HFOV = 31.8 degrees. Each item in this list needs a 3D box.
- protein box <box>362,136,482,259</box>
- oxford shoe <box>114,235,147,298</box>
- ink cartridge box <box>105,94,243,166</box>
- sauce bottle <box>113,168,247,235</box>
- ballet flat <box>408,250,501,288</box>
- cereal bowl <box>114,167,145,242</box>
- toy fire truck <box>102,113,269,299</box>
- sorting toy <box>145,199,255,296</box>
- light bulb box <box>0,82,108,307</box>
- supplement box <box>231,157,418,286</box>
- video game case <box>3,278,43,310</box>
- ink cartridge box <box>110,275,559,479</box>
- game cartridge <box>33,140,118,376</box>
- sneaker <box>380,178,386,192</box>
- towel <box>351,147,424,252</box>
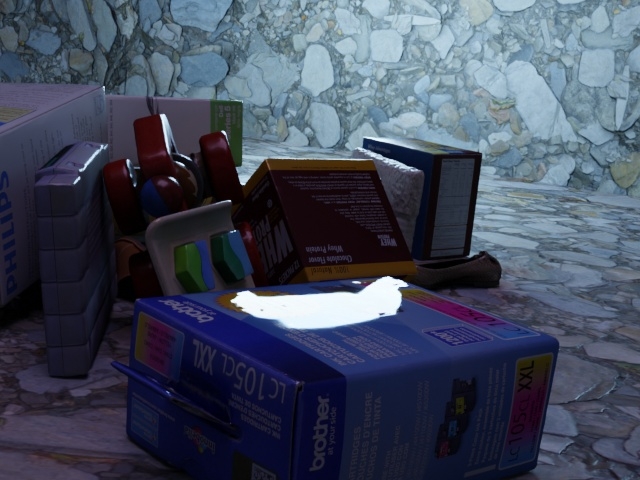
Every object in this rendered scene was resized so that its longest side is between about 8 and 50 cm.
[{"bbox_3d":[0.183,-0.085,2.157,0.136,0.201,0.199,-3,15,-40],"label":"protein box"},{"bbox_3d":[-0.277,0.045,1.633,0.076,0.076,0.212,-42,24,-22],"label":"oxford shoe"},{"bbox_3d":[-0.290,-0.179,1.845,0.272,0.115,0.198,-1,6,-30],"label":"ink cartridge box"},{"bbox_3d":[-0.230,-0.064,1.830,0.344,0.111,0.111,-3,14,-29],"label":"sauce bottle"},{"bbox_3d":[0.199,0.046,1.878,0.249,0.058,0.084,0,12,-26],"label":"ballet flat"},{"bbox_3d":[-0.357,-0.081,2.013,0.338,0.141,0.339,6,12,-1],"label":"cereal bowl"},{"bbox_3d":[-0.168,-0.009,1.394,0.169,0.302,0.254,-16,9,-4],"label":"toy fire truck"},{"bbox_3d":[-0.112,0.064,1.262,0.038,0.208,0.193,-14,3,23],"label":"sorting toy"},{"bbox_3d":[-0.521,-0.081,1.541,0.357,0.225,0.361,3,19,13],"label":"light bulb box"},{"bbox_3d":[0.000,0.000,1.582,0.191,0.194,0.129,-3,-30,-36],"label":"supplement box"},{"bbox_3d":[-0.475,0.047,1.616,0.274,0.026,0.196,12,13,24],"label":"video game case"},{"bbox_3d":[-0.004,0.145,1.077,0.395,0.151,0.270,-6,16,-40],"label":"ink cartridge box"},{"bbox_3d":[-0.302,0.005,1.396,0.068,0.230,0.355,-6,12,-3],"label":"game cartridge"},{"bbox_3d":[0.027,-0.033,1.936,0.135,0.098,0.276,-10,-12,-21],"label":"sneaker"},{"bbox_3d":[0.104,-0.061,2.037,0.049,0.187,0.282,6,10,-21],"label":"towel"}]
